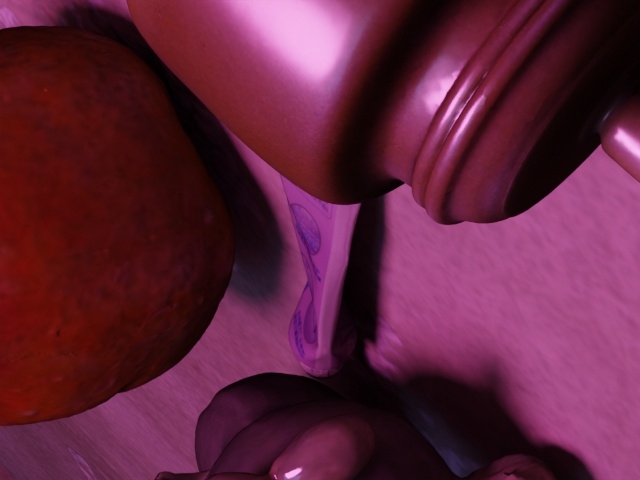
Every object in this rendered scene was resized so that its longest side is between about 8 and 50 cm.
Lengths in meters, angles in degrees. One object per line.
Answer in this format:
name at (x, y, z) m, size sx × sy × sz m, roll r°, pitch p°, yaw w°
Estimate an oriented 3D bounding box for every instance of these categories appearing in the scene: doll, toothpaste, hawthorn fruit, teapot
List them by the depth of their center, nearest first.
teapot at (0.053, -0.089, 0.541) m, size 0.175 × 0.185 × 0.268 m, roll 40°, pitch 178°, yaw 14°
toothpaste at (0.000, 0.000, 1.001) m, size 0.075 × 0.048 × 0.301 m, roll 52°, pitch 160°, yaw 29°
doll at (0.081, 0.233, 1.060) m, size 0.382 × 0.252 × 0.378 m, roll 51°, pitch -165°, yaw -10°
hawthorn fruit at (-0.221, -0.002, 1.094) m, size 0.267 × 0.300 × 0.268 m, roll 30°, pitch 131°, yaw 40°
